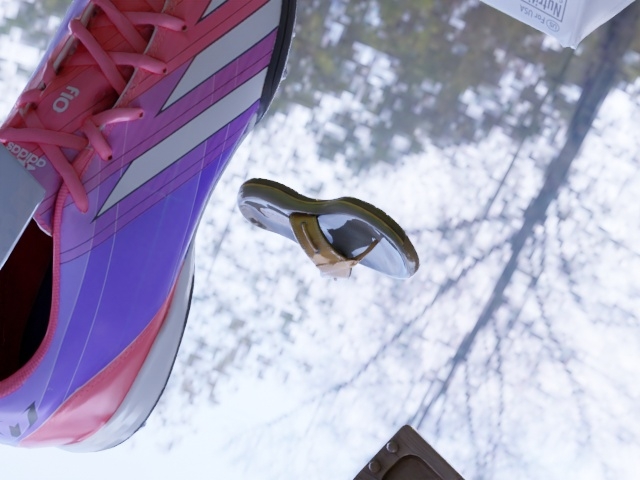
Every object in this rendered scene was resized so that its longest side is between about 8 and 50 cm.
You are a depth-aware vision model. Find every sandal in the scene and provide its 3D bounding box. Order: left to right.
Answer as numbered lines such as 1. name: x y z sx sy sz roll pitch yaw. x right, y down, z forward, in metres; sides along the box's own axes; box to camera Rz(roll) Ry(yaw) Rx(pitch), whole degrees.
1. sandal: 0.000 0.000 1.183 0.180 0.072 0.049 17 -120 39

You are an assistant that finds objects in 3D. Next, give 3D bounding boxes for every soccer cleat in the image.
1. soccer cleat: -0.099 -0.054 0.759 0.108 0.318 0.116 18 -178 32

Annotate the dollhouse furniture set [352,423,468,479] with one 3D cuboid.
1. dollhouse furniture set: 0.041 0.206 0.938 0.144 0.151 0.123 44 -179 17

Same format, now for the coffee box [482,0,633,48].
1. coffee box: 0.144 -0.387 1.023 0.338 0.334 0.337 32 -132 25

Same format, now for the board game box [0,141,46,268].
1. board game box: -0.290 0.084 0.562 0.318 0.066 0.319 4 -124 41
